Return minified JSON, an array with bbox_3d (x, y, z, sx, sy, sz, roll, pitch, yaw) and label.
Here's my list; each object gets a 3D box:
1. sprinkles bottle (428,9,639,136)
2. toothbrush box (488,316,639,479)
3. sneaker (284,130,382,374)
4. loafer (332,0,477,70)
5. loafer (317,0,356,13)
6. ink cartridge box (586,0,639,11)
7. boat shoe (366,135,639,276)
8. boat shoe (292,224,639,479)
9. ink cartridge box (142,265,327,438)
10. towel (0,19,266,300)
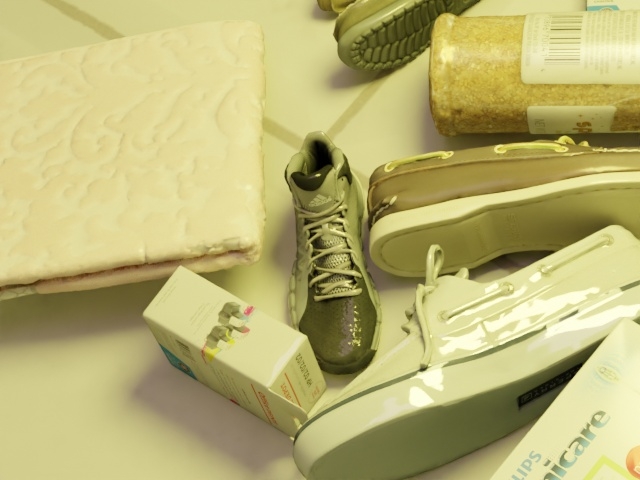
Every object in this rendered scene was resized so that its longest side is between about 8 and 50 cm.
[{"bbox_3d":[0.284,-0.158,1.459,0.355,0.121,0.121,1,59,13],"label":"sprinkles bottle"},{"bbox_3d":[0.296,0.230,1.222,0.283,0.122,0.206,34,72,29],"label":"toothbrush box"},{"bbox_3d":[0.000,0.000,1.416,0.086,0.132,0.229,-10,57,6],"label":"sneaker"},{"bbox_3d":[0.102,-0.262,1.579,0.251,0.094,0.087,-36,64,-22],"label":"loafer"},{"bbox_3d":[0.059,-0.285,1.621,0.148,0.056,0.050,-40,54,-13],"label":"loafer"},{"bbox_3d":[0.309,-0.245,1.547,0.088,0.052,0.122,0,58,12],"label":"ink cartridge box"},{"bbox_3d":[0.202,-0.045,1.414,0.324,0.116,0.097,-9,54,8],"label":"boat shoe"},{"bbox_3d":[0.126,0.078,1.342,0.367,0.136,0.156,-25,58,-7],"label":"boat shoe"},{"bbox_3d":[-0.060,0.107,1.380,0.181,0.104,0.061,28,69,25],"label":"ink cartridge box"},{"bbox_3d":[-0.207,-0.079,1.521,0.317,0.053,0.332,-10,46,7],"label":"towel"}]
